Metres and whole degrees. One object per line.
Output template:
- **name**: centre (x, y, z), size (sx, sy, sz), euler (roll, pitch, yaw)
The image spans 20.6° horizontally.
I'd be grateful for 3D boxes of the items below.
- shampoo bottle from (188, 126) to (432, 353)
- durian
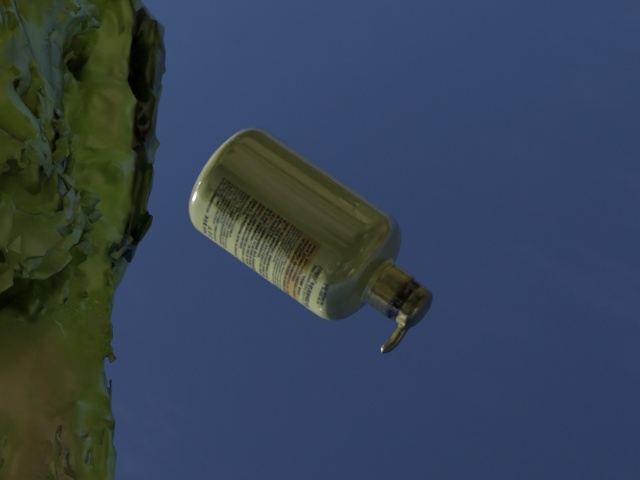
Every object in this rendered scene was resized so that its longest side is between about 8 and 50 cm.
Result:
- **shampoo bottle**: centre (0.000, 0.000, 1.098), size (0.162, 0.079, 0.079), euler (34, -120, 16)
- **durian**: centre (-0.099, -0.027, 0.382), size (0.132, 0.106, 0.375), euler (-37, -142, 24)
